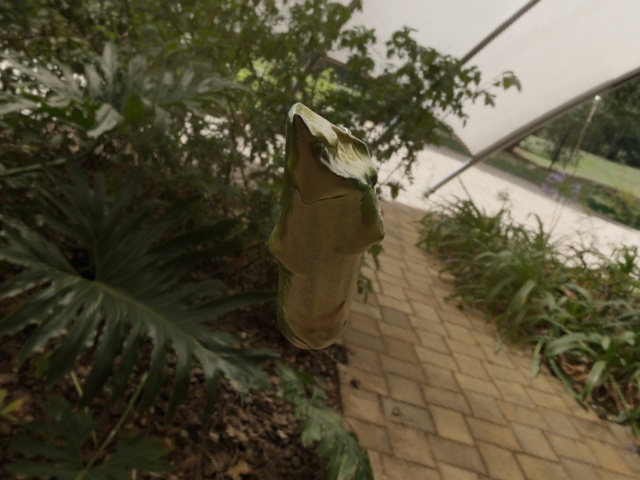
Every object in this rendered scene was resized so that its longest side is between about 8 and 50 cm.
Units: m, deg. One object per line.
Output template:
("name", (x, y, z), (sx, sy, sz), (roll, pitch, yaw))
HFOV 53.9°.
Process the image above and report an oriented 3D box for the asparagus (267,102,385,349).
("asparagus", (0.001, 0.001, 0.498), (0.085, 0.343, 0.082), (-18, 62, -14))
